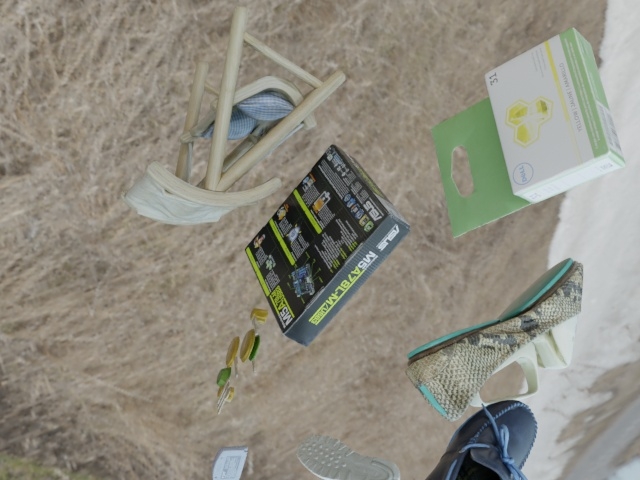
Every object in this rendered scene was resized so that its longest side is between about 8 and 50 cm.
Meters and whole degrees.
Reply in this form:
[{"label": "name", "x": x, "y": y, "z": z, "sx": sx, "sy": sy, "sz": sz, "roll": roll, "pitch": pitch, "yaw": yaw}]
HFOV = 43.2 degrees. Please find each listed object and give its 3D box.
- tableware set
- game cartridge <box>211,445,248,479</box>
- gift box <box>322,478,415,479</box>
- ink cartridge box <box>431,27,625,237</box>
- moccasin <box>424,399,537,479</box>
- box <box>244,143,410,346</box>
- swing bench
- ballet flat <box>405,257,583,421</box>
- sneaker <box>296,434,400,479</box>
[{"label": "tableware set", "x": -0.111, "y": 0.165, "z": 1.146, "sx": 0.024, "sy": 0.104, "sz": 0.154, "roll": 19, "pitch": 110, "yaw": -17}, {"label": "game cartridge", "x": -0.165, "y": 0.401, "z": 1.444, "sx": 0.056, "sy": 0.017, "sz": 0.083, "roll": 2, "pitch": 121, "yaw": -27}, {"label": "gift box", "x": 0.120, "y": 0.661, "z": 1.746, "sx": 0.258, "sy": 0.276, "sz": 0.255, "roll": 5, "pitch": -163, "yaw": 2}, {"label": "ink cartridge box", "x": 0.229, "y": -0.123, "z": 0.973, "sx": 0.235, "sy": 0.171, "sz": 0.056, "roll": -24, "pitch": 152, "yaw": 35}, {"label": "moccasin", "x": 0.238, "y": 0.361, "z": 1.184, "sx": 0.342, "sy": 0.137, "sz": 0.117, "roll": -43, "pitch": -175, "yaw": -36}, {"label": "box", "x": 0.000, "y": 0.000, "z": 0.957, "sx": 0.045, "sy": 0.190, "sz": 0.184, "roll": 30, "pitch": 106, "yaw": -33}, {"label": "swing bench", "x": -0.130, "y": -0.134, "z": 1.094, "sx": 0.254, "sy": 0.165, "sz": 0.253, "roll": -64, "pitch": -163, "yaw": -13}, {"label": "ballet flat", "x": 0.363, "y": 0.197, "z": 1.508, "sx": 0.483, "sy": 0.182, "sz": 0.164, "roll": -24, "pitch": 168, "yaw": -35}, {"label": "sneaker", "x": 0.055, "y": 0.476, "z": 1.653, "sx": 0.090, "sy": 0.235, "sz": 0.094, "roll": -55, "pitch": 149, "yaw": -31}]
